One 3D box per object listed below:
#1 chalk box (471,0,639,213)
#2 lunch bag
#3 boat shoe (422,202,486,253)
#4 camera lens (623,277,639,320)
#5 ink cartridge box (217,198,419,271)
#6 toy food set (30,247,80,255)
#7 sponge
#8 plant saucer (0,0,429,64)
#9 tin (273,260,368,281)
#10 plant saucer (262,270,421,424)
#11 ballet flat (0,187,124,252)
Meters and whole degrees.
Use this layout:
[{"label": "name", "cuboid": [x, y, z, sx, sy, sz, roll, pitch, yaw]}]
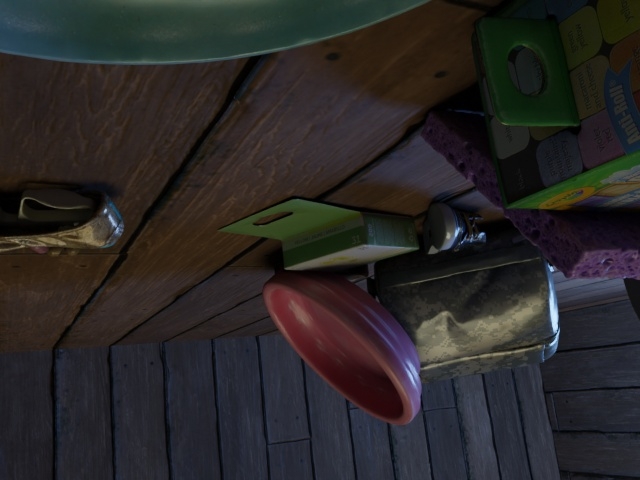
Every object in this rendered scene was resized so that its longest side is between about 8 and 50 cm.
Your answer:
[{"label": "chalk box", "cuboid": [0.188, -0.096, 0.375, 0.213, 0.132, 0.132, 0, 166, -30]}, {"label": "lunch bag", "cuboid": [0.255, 0.099, 1.066, 0.305, 0.212, 0.256, -12, 148, 14]}, {"label": "boat shoe", "cuboid": [0.195, -0.020, 0.864, 0.083, 0.065, 0.183, -8, 173, 2]}, {"label": "camera lens", "cuboid": [0.418, -0.036, 0.544, 0.274, 0.219, 0.219, -10, 166, 18]}, {"label": "ink cartridge box", "cuboid": [0.000, 0.000, 0.867, 0.235, 0.056, 0.171, 4, 164, -44]}, {"label": "toy food set", "cuboid": [-0.330, 0.003, 0.791, 0.122, 0.019, 0.078, -14, 165, 31]}, {"label": "sponge", "cuboid": [0.181, -0.042, 0.492, 0.117, 0.210, 0.031, 1, 126, -27]}, {"label": "plant saucer", "cuboid": [-0.042, -0.140, 0.199, 0.318, 0.043, 0.317, -9, 175, -1]}, {"label": "tin", "cuboid": [0.003, 0.059, 1.154, 0.190, 0.040, 0.106, 1, 169, -29]}, {"label": "plant saucer", "cuboid": [0.045, 0.168, 1.045, 0.084, 0.332, 0.332, -44, -178, -24]}, {"label": "ballet flat", "cuboid": [-0.308, -0.026, 0.621, 0.206, 0.073, 0.067, -6, 140, -14]}]
